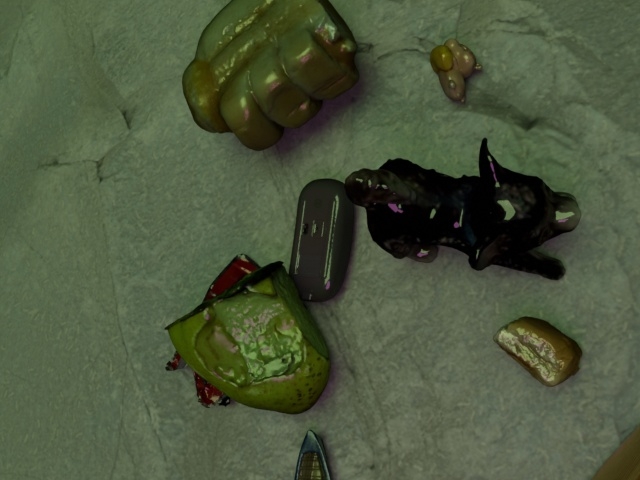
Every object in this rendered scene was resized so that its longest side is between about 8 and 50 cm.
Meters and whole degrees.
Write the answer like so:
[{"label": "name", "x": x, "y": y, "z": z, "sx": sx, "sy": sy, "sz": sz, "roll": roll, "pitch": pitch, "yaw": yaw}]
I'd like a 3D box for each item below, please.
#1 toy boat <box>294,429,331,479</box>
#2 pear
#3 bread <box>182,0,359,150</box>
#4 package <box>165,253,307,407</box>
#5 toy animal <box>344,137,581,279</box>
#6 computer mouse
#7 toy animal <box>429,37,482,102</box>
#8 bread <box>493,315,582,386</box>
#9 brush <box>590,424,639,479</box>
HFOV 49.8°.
[{"label": "toy boat", "x": -0.009, "y": 0.444, "z": 1.188, "sx": 0.080, "sy": 0.046, "sz": 0.228, "roll": -8, "pitch": 74, "yaw": 23}, {"label": "pear", "x": -0.120, "y": 0.200, "z": 1.199, "sx": 0.238, "sy": 0.164, "sz": 0.255, "roll": -28, "pitch": 93, "yaw": 7}, {"label": "bread", "x": -0.095, "y": -0.324, "z": 1.325, "sx": 0.341, "sy": 0.210, "sz": 0.300, "roll": -41, "pitch": 54, "yaw": 10}, {"label": "package", "x": -0.173, "y": 0.177, "z": 1.316, "sx": 0.194, "sy": 0.071, "sz": 0.269, "roll": 40, "pitch": 91, "yaw": 12}, {"label": "toy animal", "x": 0.219, "y": -0.046, "z": 1.064, "sx": 0.344, "sy": 0.303, "sz": 0.194, "roll": 5, "pitch": 82, "yaw": 26}, {"label": "computer mouse", "x": 0.001, "y": 0.000, "z": 1.283, "sx": 0.120, "sy": 0.057, "sz": 0.232, "roll": 1, "pitch": 81, "yaw": 34}, {"label": "toy animal", "x": 0.248, "y": -0.315, "z": 1.239, "sx": 0.082, "sy": 0.091, "sz": 0.114, "roll": -20, "pitch": 68, "yaw": 3}, {"label": "bread", "x": 0.340, "y": 0.166, "z": 1.067, "sx": 0.125, "sy": 0.106, "sz": 0.082, "roll": 40, "pitch": 96, "yaw": 24}, {"label": "brush", "x": 0.475, "y": 0.363, "z": 0.939, "sx": 0.166, "sy": 0.174, "sz": 0.266, "roll": 38, "pitch": 76, "yaw": 13}]
